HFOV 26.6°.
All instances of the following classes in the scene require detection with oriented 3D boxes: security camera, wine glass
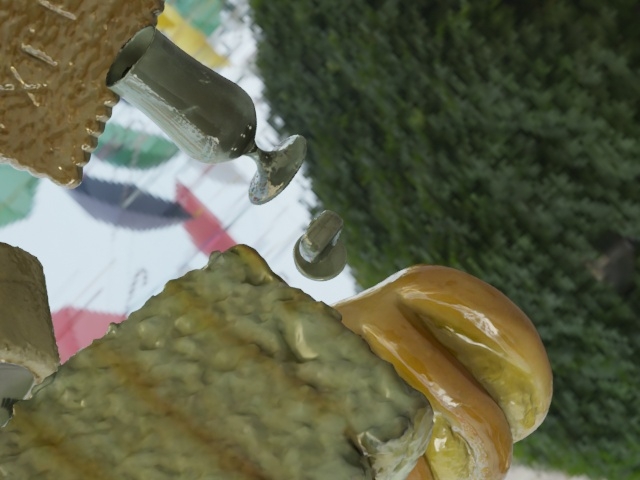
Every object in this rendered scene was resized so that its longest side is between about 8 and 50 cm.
[{"bbox_3d":[0.000,0.000,1.294,0.058,0.058,0.092,52,164,17],"label":"security camera"},{"bbox_3d":[-0.131,-0.145,1.554,0.231,0.103,0.103,38,-159,-25],"label":"wine glass"}]

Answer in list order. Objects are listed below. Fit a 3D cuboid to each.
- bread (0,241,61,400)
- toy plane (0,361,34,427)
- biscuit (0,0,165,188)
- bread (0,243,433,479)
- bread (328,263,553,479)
[{"bbox_3d":[-0.346,0.092,1.388,0.148,0.134,0.141,10,-130,-35],"label":"bread"},{"bbox_3d":[-0.336,0.144,1.026,0.255,0.251,0.101,-26,-134,-38],"label":"toy plane"},{"bbox_3d":[-0.311,-0.240,1.560,0.217,0.325,0.044,24,-176,-9],"label":"biscuit"},{"bbox_3d":[-0.118,0.225,1.068,0.239,0.395,0.264,39,154,21],"label":"bread"},{"bbox_3d":[0.122,0.180,1.496,0.316,0.270,0.211,74,175,-48],"label":"bread"}]
